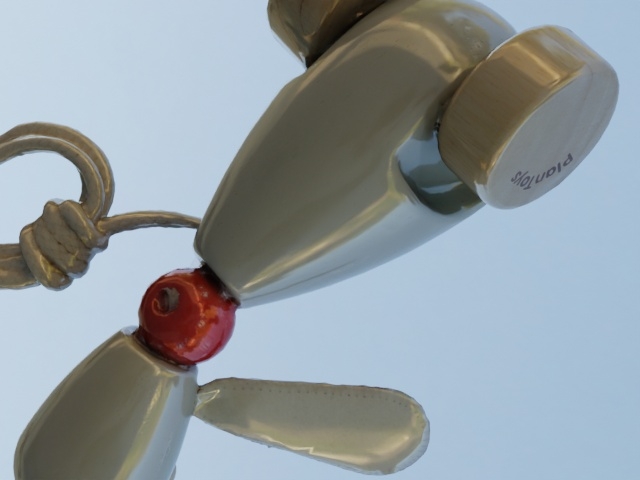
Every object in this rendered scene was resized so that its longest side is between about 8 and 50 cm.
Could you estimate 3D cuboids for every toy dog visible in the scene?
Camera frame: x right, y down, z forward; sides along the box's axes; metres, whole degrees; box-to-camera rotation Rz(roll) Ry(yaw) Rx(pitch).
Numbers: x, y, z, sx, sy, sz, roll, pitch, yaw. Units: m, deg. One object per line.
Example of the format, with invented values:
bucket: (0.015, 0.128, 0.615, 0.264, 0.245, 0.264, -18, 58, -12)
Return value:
toy dog: (0.000, 0.000, 0.900, 0.334, 0.161, 0.220, -31, -118, 17)
